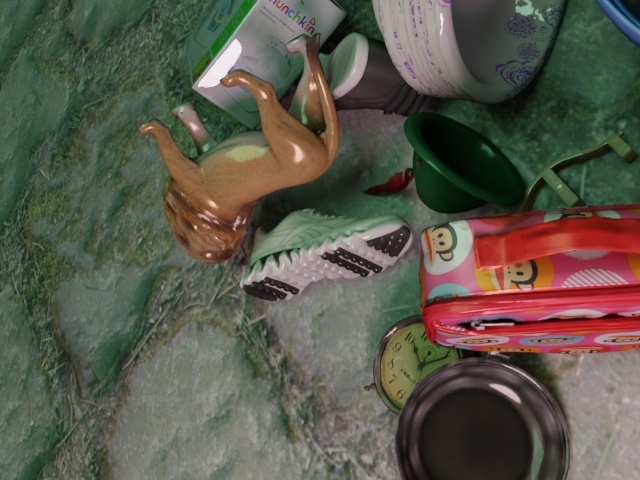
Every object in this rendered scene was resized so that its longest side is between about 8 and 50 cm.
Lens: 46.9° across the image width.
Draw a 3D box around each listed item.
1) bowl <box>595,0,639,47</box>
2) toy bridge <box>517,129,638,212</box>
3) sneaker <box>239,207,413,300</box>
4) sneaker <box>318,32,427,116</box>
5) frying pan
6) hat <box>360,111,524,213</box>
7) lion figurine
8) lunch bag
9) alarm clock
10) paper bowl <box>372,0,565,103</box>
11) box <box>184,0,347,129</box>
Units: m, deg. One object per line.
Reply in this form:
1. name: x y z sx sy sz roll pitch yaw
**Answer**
1. bowl: 0.453 -0.346 0.739 0.391 0.077 0.391 -2 84 18
2. toy bridge: 0.293 -0.064 0.895 0.188 0.026 0.063 -47 52 20
3. sneaker: 0.000 0.000 1.067 0.292 0.110 0.118 -17 57 35
4. sneaker: 0.063 -0.222 1.090 0.296 0.147 0.104 -177 98 -71
5. frying pan: 0.171 0.169 0.843 0.197 0.053 0.326 -7 77 -3
6. hat: 0.141 -0.048 0.959 0.173 0.208 0.183 34 121 1
7. lion figurine: -0.098 -0.110 1.044 0.392 0.142 0.240 -20 105 38
8. lunch bag: 0.241 0.035 0.710 0.293 0.258 0.120 -4 72 9
9. alarm clock: 0.145 0.146 0.926 0.129 0.064 0.192 43 106 39
10. paper bowl: 0.174 -0.316 0.900 0.148 0.284 0.284 17 88 42
11. box: -0.096 -0.340 1.181 0.231 0.127 0.262 -49 29 18
